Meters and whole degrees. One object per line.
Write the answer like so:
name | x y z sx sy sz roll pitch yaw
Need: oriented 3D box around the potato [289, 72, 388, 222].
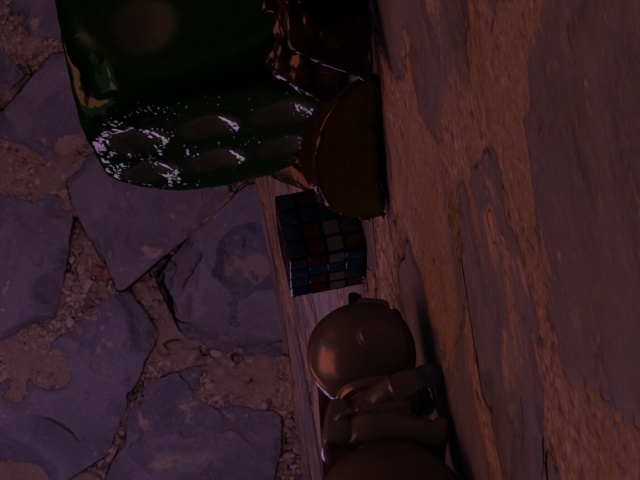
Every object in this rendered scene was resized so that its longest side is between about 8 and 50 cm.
potato | 0.012 -0.105 1.732 0.100 0.089 0.172 -105 7 -48

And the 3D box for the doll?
doll | 0.052 0.180 1.603 0.151 0.151 0.287 88 173 -58

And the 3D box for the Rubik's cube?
Rubik's cube | 0.000 0.000 2.054 0.092 0.092 0.092 88 171 -60

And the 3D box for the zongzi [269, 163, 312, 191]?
zongzi | -0.039 -0.190 2.200 0.241 0.111 0.248 -153 57 -61

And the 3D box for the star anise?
star anise | -0.011 -0.247 1.620 0.223 0.109 0.236 127 137 -73

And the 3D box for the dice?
dice | -0.138 -0.238 1.989 0.287 0.297 0.300 87 171 -67

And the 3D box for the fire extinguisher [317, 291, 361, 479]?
fire extinguisher | 0.046 0.187 1.774 0.105 0.105 0.269 86 -179 -51
